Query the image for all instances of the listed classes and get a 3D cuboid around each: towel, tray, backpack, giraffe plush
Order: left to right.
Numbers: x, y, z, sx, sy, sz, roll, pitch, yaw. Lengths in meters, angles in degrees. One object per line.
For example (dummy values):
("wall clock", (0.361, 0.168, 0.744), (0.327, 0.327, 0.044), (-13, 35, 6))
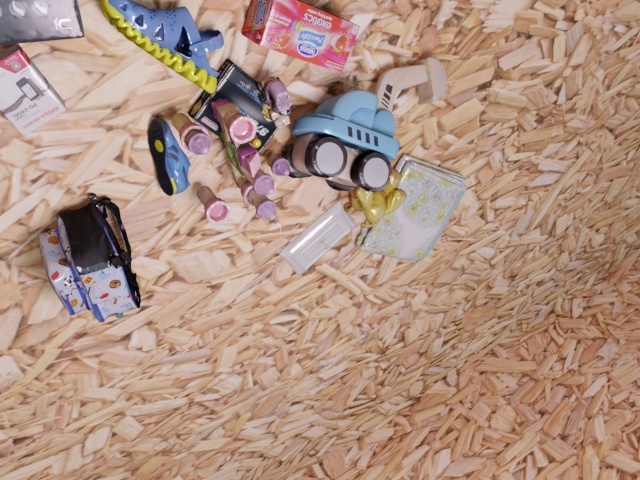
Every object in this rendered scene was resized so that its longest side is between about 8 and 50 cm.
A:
("backpack", (-0.559, 0.073, 1.327), (0.213, 0.277, 0.264), (-23, 138, -13))
("tray", (0.000, 0.000, 1.802), (0.270, 0.030, 0.145), (-41, 135, -3))
("giraffe plush", (0.158, -0.141, 1.719), (0.181, 0.170, 0.211), (-10, 114, -23))
("towel", (0.327, -0.103, 1.915), (0.320, 0.090, 0.375), (13, 113, -36))

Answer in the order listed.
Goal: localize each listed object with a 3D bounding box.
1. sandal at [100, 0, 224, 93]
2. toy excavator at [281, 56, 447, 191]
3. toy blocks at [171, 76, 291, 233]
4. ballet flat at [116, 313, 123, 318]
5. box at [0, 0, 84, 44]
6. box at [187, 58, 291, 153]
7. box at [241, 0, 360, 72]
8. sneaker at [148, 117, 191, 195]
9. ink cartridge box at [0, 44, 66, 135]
("sandal", (-0.336, -0.465, 1.194), (0.317, 0.126, 0.138), (24, 102, -51))
("toy excavator", (0.145, -0.356, 1.530), (0.432, 0.222, 0.446), (13, 90, -26))
("toy blocks", (-0.163, -0.197, 1.319), (0.308, 0.260, 0.289), (-26, 133, -17))
("ballet flat", (-0.600, 0.180, 1.522), (0.041, 0.041, 0.114), (-26, 131, -17))
("box", (-0.600, -0.448, 0.984), (0.270, 0.165, 0.144), (-16, 128, -24))
("box", (-0.209, -0.338, 1.407), (0.175, 0.051, 0.220), (-51, 134, 7))
("box", (-0.048, -0.525, 1.335), (0.256, 0.123, 0.128), (6, 118, -37))
("sneaker", (-0.381, -0.220, 1.373), (0.082, 0.069, 0.210), (-36, 134, -41))
("ink cartridge box", (-0.632, -0.315, 1.128), (0.109, 0.063, 0.151), (-35, 133, -8))
